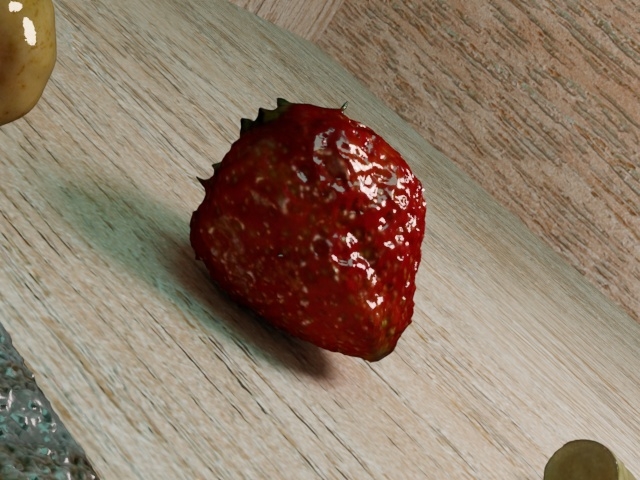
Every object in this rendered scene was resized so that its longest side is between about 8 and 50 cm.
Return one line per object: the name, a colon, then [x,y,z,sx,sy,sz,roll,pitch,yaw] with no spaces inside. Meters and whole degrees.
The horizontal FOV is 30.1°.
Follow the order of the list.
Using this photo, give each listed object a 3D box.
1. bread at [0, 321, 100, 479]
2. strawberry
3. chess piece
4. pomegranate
bread: [-0.259,0.065,0.656,0.165,0.113,0.416,13,28,-52]
strawberry: [0.000,0.000,1.246,0.277,0.257,0.257,58,21,15]
chess piece: [0.339,0.300,1.368,0.200,0.090,0.090,37,10,-44]
pomegranate: [-0.344,-0.186,1.093,0.207,0.207,0.207,33,15,-10]
